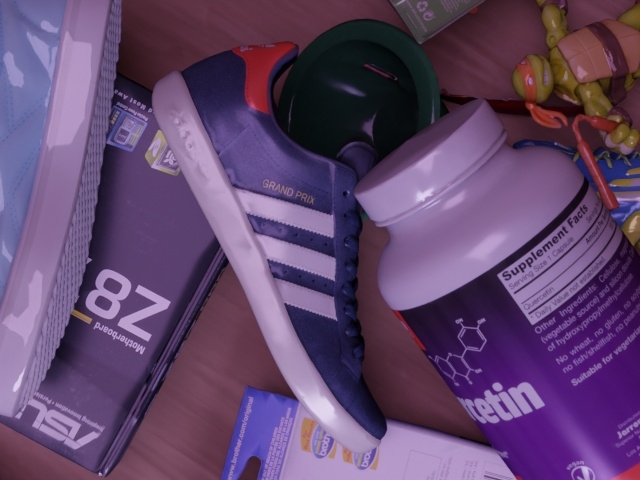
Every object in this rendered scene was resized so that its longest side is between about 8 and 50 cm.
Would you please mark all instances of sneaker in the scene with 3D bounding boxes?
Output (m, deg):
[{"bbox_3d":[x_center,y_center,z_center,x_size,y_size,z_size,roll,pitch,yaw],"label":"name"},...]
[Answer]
[{"bbox_3d":[0.000,0.000,1.233,0.148,0.131,0.350,-26,98,0],"label":"sneaker"},{"bbox_3d":[-0.261,-0.045,1.231,0.150,0.135,0.365,9,79,2],"label":"sneaker"},{"bbox_3d":[0.233,-0.044,1.269,0.240,0.091,0.126,-30,113,7],"label":"sneaker"}]

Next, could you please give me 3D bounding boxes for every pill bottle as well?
[{"bbox_3d":[0.168,0.056,1.178,0.181,0.181,0.323,-36,99,5],"label":"pill bottle"}]

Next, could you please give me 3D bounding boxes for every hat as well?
[{"bbox_3d":[0.094,-0.093,1.347,0.208,0.184,0.173,29,105,40],"label":"hat"}]

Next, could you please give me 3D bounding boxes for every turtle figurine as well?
[{"bbox_3d":[0.251,-0.146,1.270,0.217,0.087,0.269,-18,59,-10],"label":"turtle figurine"}]

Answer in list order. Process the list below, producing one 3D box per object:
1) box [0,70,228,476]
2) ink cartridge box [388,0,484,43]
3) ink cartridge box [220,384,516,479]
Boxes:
[{"bbox_3d":[-0.280,-0.026,1.337,0.395,0.097,0.318,29,93,0],"label":"box"},{"bbox_3d":[0.144,-0.284,1.282,0.235,0.056,0.171,-33,40,6],"label":"ink cartridge box"},{"bbox_3d":[0.063,0.249,1.313,0.311,0.065,0.185,14,88,5],"label":"ink cartridge box"}]
